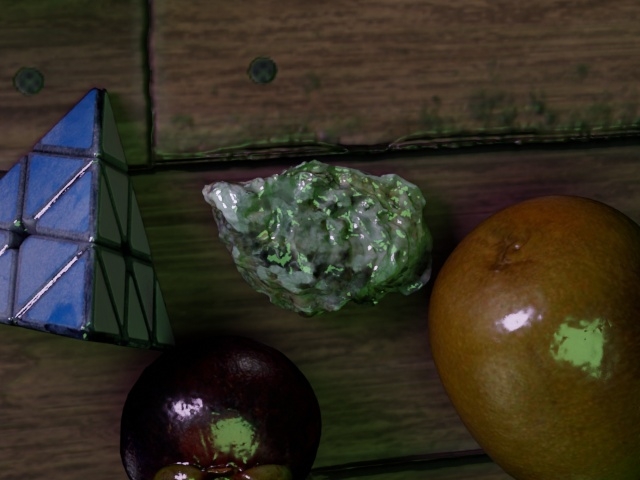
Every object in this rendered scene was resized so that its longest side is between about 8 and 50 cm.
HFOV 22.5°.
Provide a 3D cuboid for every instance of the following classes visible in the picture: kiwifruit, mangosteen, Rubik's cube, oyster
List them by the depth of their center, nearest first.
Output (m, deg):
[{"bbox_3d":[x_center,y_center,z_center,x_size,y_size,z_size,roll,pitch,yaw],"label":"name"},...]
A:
[{"bbox_3d":[-0.165,0.002,1.078,0.211,0.178,0.191,8,104,-19],"label":"Rubik's cube"},{"bbox_3d":[-0.070,0.145,1.168,0.152,0.152,0.153,-5,111,-14],"label":"mangosteen"},{"bbox_3d":[0.000,0.000,1.185,0.177,0.064,0.125,-4,106,-16],"label":"oyster"},{"bbox_3d":[0.188,0.085,1.198,0.196,0.196,0.234,-40,119,1],"label":"kiwifruit"}]
